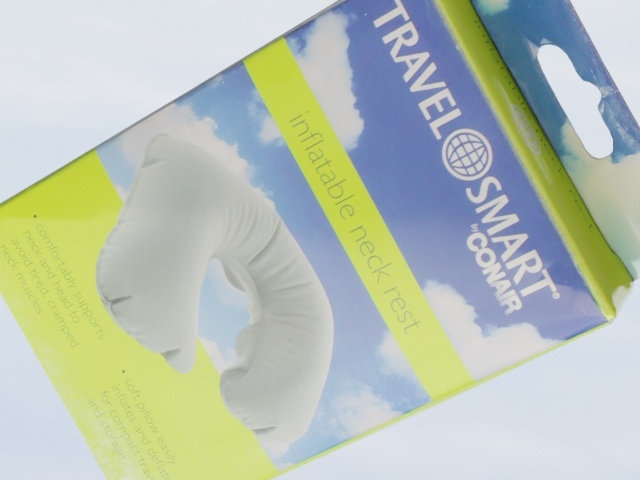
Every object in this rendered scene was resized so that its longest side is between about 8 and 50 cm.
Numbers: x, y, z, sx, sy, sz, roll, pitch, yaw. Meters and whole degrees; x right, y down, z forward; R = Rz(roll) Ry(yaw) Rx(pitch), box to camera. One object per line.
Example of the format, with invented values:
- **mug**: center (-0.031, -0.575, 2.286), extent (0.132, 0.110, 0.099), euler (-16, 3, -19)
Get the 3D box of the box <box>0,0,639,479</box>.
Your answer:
- **box**: center (0.000, 0.000, 0.423), extent (0.178, 0.109, 0.042), euler (-28, -177, 23)
